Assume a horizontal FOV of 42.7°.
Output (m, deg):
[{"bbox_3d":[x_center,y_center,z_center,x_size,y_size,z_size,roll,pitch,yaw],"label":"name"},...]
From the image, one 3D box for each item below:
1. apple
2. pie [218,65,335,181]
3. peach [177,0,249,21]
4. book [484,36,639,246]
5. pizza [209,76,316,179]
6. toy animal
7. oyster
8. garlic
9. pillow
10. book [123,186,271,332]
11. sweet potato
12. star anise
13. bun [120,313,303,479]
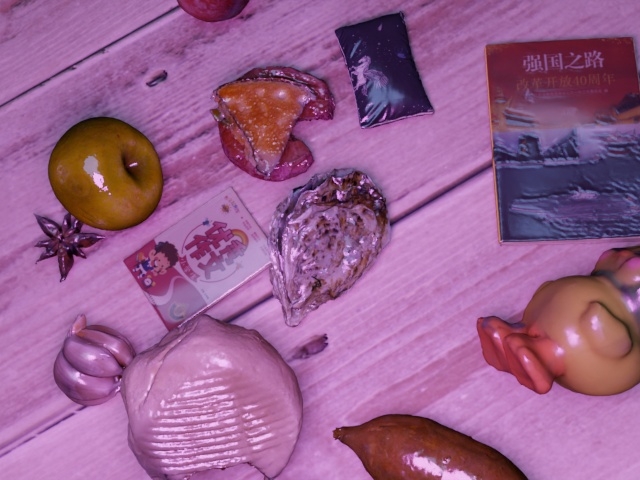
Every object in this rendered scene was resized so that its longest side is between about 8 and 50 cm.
[{"bbox_3d":[-0.366,-0.111,1.392,0.157,0.196,0.196,-17,73,24],"label":"apple"},{"bbox_3d":[-0.081,-0.213,1.459,0.204,0.054,0.219,8,77,7],"label":"pie"},{"bbox_3d":[-0.190,-0.478,1.499,0.152,0.152,0.152,-1,75,5],"label":"peach"},{"bbox_3d":[0.429,-0.176,1.422,0.262,0.028,0.374,-3,75,6],"label":"book"},{"bbox_3d":[-0.096,-0.190,1.401,0.185,0.052,0.195,-3,69,-4],"label":"pizza"},{"bbox_3d":[0.434,0.134,1.261,0.338,0.216,0.191,-28,102,-6],"label":"toy animal"},{"bbox_3d":[0.000,0.000,1.380,0.267,0.112,0.198,-38,96,-14],"label":"oyster"},{"bbox_3d":[-0.348,0.220,1.344,0.194,0.127,0.131,33,123,-4],"label":"garlic"},{"bbox_3d":[0.111,-0.306,1.470,0.141,0.055,0.208,-14,75,-8],"label":"pillow"},{"bbox_3d":[-0.206,0.034,1.422,0.232,0.022,0.162,-35,76,-4],"label":"book"},{"bbox_3d":[0.192,0.359,1.239,0.369,0.158,0.158,34,80,17],"label":"sweet potato"},{"bbox_3d":[-0.458,-0.006,1.435,0.129,0.056,0.124,41,83,13],"label":"star anise"},{"bbox_3d":[-0.170,0.238,1.264,0.281,0.205,0.282,-5,113,-12],"label":"bun"}]
